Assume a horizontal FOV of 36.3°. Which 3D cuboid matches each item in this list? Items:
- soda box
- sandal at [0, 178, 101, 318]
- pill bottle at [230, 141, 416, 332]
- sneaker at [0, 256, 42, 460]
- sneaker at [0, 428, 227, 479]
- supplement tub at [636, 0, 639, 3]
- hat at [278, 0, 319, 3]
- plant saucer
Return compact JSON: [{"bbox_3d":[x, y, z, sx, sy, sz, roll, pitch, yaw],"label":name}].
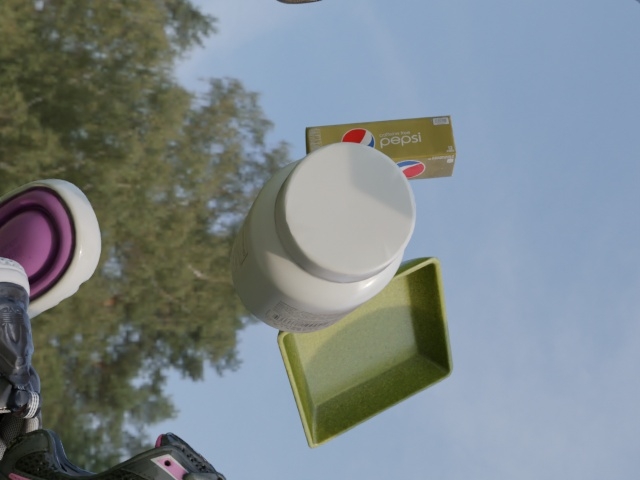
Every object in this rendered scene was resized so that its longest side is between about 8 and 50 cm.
[{"bbox_3d":[0.073,-0.109,1.206,0.061,0.182,0.058,86,0,-65],"label":"soda box"},{"bbox_3d":[-0.407,0.064,1.016,0.416,0.102,0.169,-38,-108,20],"label":"sandal"},{"bbox_3d":[0.000,0.000,0.824,0.229,0.131,0.131,131,-46,-73],"label":"pill bottle"},{"bbox_3d":[-0.308,0.137,0.747,0.269,0.101,0.153,-38,-118,26],"label":"sneaker"},{"bbox_3d":[-0.054,0.119,0.395,0.072,0.178,0.077,126,-24,-73],"label":"sneaker"},{"bbox_3d":[0.201,-0.152,0.477,0.198,0.106,0.106,41,-57,18],"label":"supplement tub"},{"bbox_3d":[0.064,-0.429,1.289,0.134,0.331,0.331,44,-57,29],"label":"hat"},{"bbox_3d":[0.045,0.111,1.044,0.045,0.188,0.188,50,-21,46],"label":"plant saucer"}]
